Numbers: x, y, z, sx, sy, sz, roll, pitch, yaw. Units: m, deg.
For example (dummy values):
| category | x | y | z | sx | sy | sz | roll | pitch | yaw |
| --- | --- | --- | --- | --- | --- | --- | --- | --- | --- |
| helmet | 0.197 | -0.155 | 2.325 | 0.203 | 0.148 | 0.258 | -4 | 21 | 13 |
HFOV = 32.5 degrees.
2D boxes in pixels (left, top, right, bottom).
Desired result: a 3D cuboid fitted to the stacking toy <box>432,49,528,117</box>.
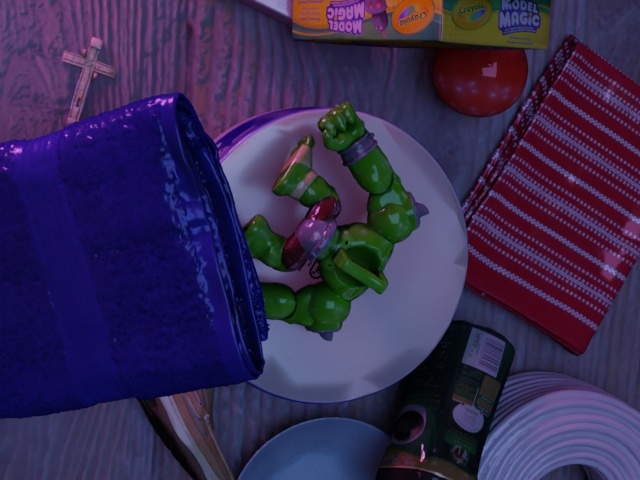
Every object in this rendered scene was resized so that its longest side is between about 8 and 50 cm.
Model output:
| category | x | y | z | sx | sy | sz | roll | pitch | yaw |
| --- | --- | --- | --- | --- | --- | --- | --- | --- | --- |
| stacking toy | 0.175 | -0.278 | 1.021 | 0.141 | 0.141 | 0.330 | 7 | 100 | -17 |

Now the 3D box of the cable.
| category | x | y | z | sx | sy | sz | roll | pitch | yaw |
| --- | --- | --- | --- | --- | --- | --- | --- | --- | --- |
| cable | 0.230 | 0.263 | 1.095 | 0.257 | 0.089 | 0.257 | -47 | 105 | -8 |

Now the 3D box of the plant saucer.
| category | x | y | z | sx | sy | sz | roll | pitch | yaw |
| --- | --- | --- | --- | --- | --- | --- | --- | --- | --- |
| plant saucer | 0.001 | 0.261 | 1.055 | 0.195 | 0.037 | 0.194 | -2 | 96 | -17 |

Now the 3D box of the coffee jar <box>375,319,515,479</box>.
| category | x | y | z | sx | sy | sz | roll | pitch | yaw |
| --- | --- | --- | --- | --- | --- | --- | --- | --- | --- |
| coffee jar | 0.114 | 0.171 | 1.024 | 0.079 | 0.096 | 0.184 | 29 | 68 | -23 |

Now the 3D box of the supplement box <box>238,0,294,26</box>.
| category | x | y | z | sx | sy | sz | roll | pitch | yaw |
| --- | --- | --- | --- | --- | --- | --- | --- | --- | --- |
| supplement box | -0.049 | -0.241 | 0.996 | 0.098 | 0.036 | 0.062 | 24 | 87 | -17 |

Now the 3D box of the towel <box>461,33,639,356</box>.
| category | x | y | z | sx | sy | sz | roll | pitch | yaw |
| --- | --- | --- | --- | --- | --- | --- | --- | --- | --- |
| towel | 0.257 | -0.041 | 1.108 | 0.199 | 0.031 | 0.274 | 33 | 85 | -17 |

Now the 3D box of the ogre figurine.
| category | x | y | z | sx | sy | sz | roll | pitch | yaw |
| --- | --- | --- | --- | --- | --- | --- | --- | --- | --- |
| ogre figurine | 0.000 | 0.000 | 0.893 | 0.118 | 0.097 | 0.197 | 35 | 81 | -10 |

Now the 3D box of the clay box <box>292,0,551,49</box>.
| category | x | y | z | sx | sy | sz | roll | pitch | yaw |
| --- | --- | --- | --- | --- | --- | --- | --- | --- | --- |
| clay box | 0.092 | -0.189 | 0.929 | 0.127 | 0.222 | 0.053 | -4 | 102 | -37 |

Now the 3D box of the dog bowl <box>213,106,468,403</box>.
| category | x | y | z | sx | sy | sz | roll | pitch | yaw |
| --- | --- | --- | --- | --- | --- | --- | --- | --- | --- |
| dog bowl | -0.005 | 0.011 | 0.997 | 0.265 | 0.104 | 0.264 | -2 | 95 | -16 |

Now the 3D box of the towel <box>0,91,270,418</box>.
| category | x | y | z | sx | sy | sz | roll | pitch | yaw |
| --- | --- | --- | --- | --- | --- | --- | --- | --- | --- |
| towel | -0.202 | 0.024 | 0.887 | 0.308 | 0.076 | 0.227 | -12 | 95 | 21 |

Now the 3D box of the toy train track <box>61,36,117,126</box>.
| category | x | y | z | sx | sy | sz | roll | pitch | yaw |
| --- | --- | --- | --- | --- | --- | --- | --- | --- | --- |
| toy train track | -0.209 | -0.139 | 0.971 | 0.048 | 0.014 | 0.083 | 16 | 91 | -17 |

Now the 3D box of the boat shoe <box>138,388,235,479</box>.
| category | x | y | z | sx | sy | sz | roll | pitch | yaw |
| --- | --- | --- | --- | --- | --- | --- | --- | --- | --- |
| boat shoe | -0.121 | 0.143 | 0.997 | 0.072 | 0.068 | 0.190 | -35 | 103 | -23 |
